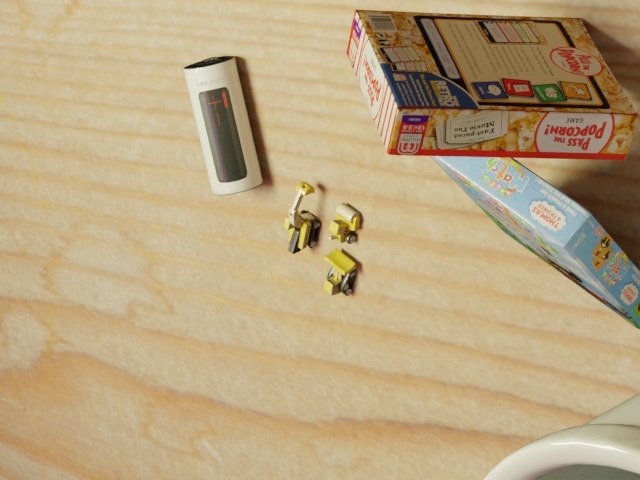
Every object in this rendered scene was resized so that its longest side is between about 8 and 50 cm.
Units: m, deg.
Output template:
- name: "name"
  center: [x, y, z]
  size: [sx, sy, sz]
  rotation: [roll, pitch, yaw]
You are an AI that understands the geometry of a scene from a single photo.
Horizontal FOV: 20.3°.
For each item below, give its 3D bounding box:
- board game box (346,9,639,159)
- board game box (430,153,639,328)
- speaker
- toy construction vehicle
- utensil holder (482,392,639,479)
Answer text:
- name: "board game box"
  center: [0.131, -0.123, 1.391]
  size: [0.147, 0.193, 0.045]
  rotation: [-107, 23, -50]
- name: "board game box"
  center: [0.180, -0.014, 1.442]
  size: [0.160, 0.039, 0.211]
  rotation: [38, 179, 33]
- name: "speaker"
  center: [-0.099, -0.118, 1.825]
  size: [0.055, 0.055, 0.136]
  rotation: [5, 111, 49]
- name: "toy construction vehicle"
  center: [0.000, 0.000, 1.781]
  size: [0.086, 0.035, 0.098]
  rotation: [40, 135, 31]
- name: "utensil holder"
  center: [0.337, 0.212, 1.196]
  size: [0.327, 0.385, 0.328]
  rotation: [27, 129, 40]
